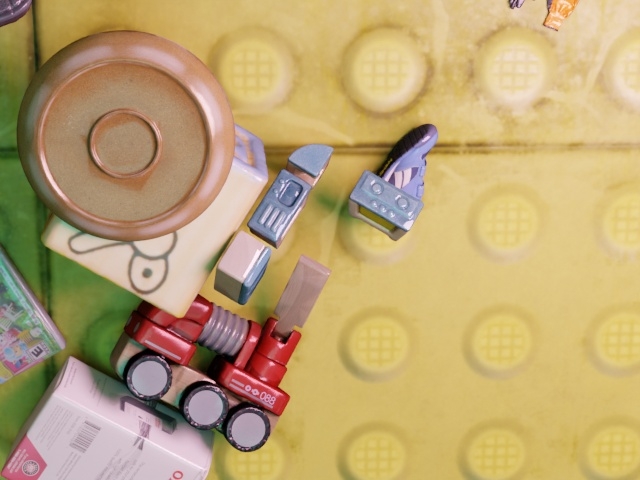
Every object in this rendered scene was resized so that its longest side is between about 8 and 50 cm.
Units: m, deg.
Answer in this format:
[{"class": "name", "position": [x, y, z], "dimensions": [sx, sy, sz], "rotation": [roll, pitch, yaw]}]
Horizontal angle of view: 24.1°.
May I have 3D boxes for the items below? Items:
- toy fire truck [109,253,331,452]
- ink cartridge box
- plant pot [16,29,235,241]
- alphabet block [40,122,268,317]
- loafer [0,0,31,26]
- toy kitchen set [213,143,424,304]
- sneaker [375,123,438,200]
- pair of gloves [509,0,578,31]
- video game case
[{"class": "toy fire truck", "position": [-0.110, 0.111, 1.843], "dimensions": [0.217, 0.158, 0.246], "rotation": [30, 87, -16]}, {"class": "ink cartridge box", "position": [-0.264, 0.268, 1.883], "dimensions": [0.218, 0.092, 0.158], "rotation": [31, 117, -11]}, {"class": "plant pot", "position": [-0.210, -0.106, 1.609], "dimensions": [0.236, 0.032, 0.236], "rotation": [-1, 108, -2]}, {"class": "alphabet block", "position": [-0.191, -0.060, 1.743], "dimensions": [0.192, 0.193, 0.197], "rotation": [31, 103, -11]}, {"class": "loafer", "position": [-0.479, -0.272, 1.720], "dimensions": [0.302, 0.095, 0.109], "rotation": [-6, 78, -7]}, {"class": "toy kitchen set", "position": [0.000, 0.000, 1.732], "dimensions": [0.166, 0.122, 0.207], "rotation": [31, 76, 2]}, {"class": "sneaker", "position": [0.106, -0.079, 1.833], "dimensions": [0.059, 0.053, 0.144], "rotation": [31, 112, -12]}, {"class": "pair of gloves", "position": [0.270, -0.298, 1.794], "dimensions": [0.083, 0.010, 0.074], "rotation": [26, 105, -11]}, {"class": "video game case", "position": [-0.454, 0.092, 1.862], "dimensions": [0.193, 0.023, 0.212], "rotation": [-29, 108, 6]}]
